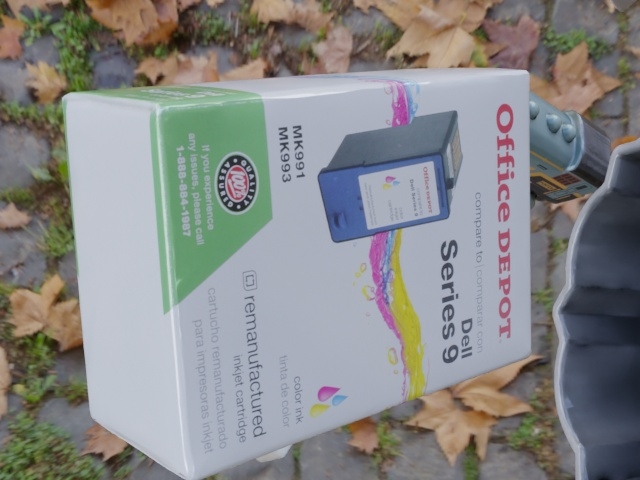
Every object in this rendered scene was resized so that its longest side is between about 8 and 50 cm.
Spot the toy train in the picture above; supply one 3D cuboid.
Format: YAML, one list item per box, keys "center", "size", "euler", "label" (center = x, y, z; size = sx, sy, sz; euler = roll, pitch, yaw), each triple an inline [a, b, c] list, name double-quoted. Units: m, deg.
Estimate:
- center: [0.264, -0.141, 1.352]
  size: [0.334, 0.190, 0.142]
  euler: [23, 61, -39]
  label: "toy train"

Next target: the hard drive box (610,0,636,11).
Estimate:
- center: [0.242, -0.334, 0.897]
  size: [0.089, 0.232, 0.181]
  euler: [-40, 72, 20]
  label: "hard drive box"

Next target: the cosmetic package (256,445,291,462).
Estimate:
- center: [-0.147, 0.151, 1.315]
  size: [0.309, 0.113, 0.160]
  euler: [37, 65, -7]
  label: "cosmetic package"

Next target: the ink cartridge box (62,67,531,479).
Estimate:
- center: [0.000, 0.000, 0.455]
  size: [0.212, 0.093, 0.154]
  euler: [-12, 105, -38]
  label: "ink cartridge box"

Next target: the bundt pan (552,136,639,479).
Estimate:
- center: [0.285, 0.067, 0.564]
  size: [0.124, 0.331, 0.331]
  euler: [3, 80, -23]
  label: "bundt pan"
